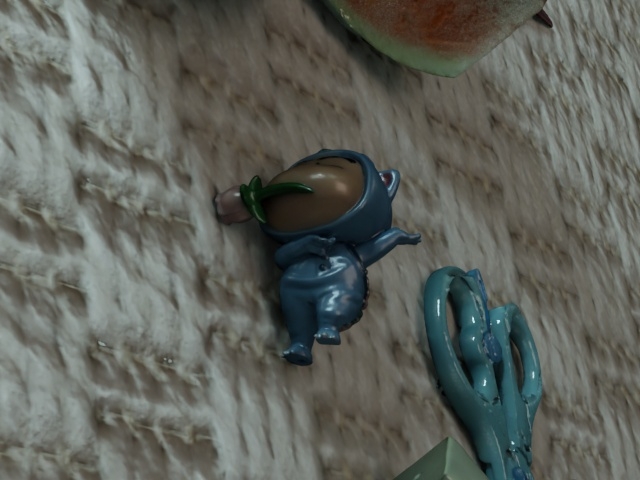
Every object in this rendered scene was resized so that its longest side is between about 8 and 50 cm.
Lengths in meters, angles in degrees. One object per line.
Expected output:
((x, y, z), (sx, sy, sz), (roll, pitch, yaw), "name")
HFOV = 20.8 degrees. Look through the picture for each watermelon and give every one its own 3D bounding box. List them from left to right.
((0.076, -0.312, 1.599), (0.305, 0.180, 0.224), (48, 47, -29), "watermelon")

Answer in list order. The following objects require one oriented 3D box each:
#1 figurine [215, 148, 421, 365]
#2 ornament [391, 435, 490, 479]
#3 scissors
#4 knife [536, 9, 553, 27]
((-0.005, -0.001, 1.365), (0.144, 0.114, 0.178), (32, 54, -41), "figurine")
((0.155, 0.289, 1.391), (0.285, 0.130, 0.120), (65, 19, -3), "ornament")
((0.165, 0.204, 1.549), (0.180, 0.032, 0.393), (24, 52, -47), "scissors")
((0.202, -0.292, 1.925), (0.247, 0.018, 0.035), (32, 31, -54), "knife")
